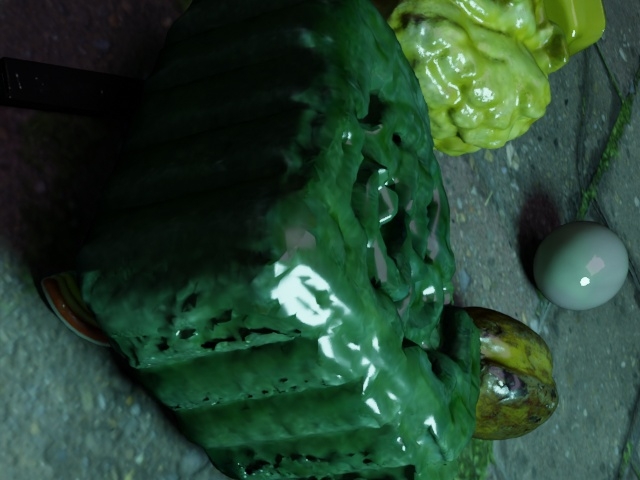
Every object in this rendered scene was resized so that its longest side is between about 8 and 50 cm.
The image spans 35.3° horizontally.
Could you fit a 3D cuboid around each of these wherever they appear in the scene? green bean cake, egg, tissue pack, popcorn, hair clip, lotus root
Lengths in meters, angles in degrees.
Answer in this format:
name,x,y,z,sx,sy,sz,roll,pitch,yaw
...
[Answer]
name,x,y,z,sx,sy,sz,roll,pitch,yaw
green bean cake,0.000,0.000,0.707,0.300,0.169,0.307,56,33,-42
egg,0.302,0.029,1.170,0.135,0.103,0.103,-18,92,-50
tissue pack,0.218,-0.245,1.098,0.127,0.178,0.123,-26,100,-51
popcorn,0.106,-0.214,0.955,0.225,0.174,0.285,-32,103,-45
hair clip,-0.108,0.032,0.702,0.188,0.033,0.060,-19,95,-53
lotus root,0.158,0.127,0.946,0.209,0.120,0.120,28,57,-45

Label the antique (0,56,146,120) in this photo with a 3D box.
name,x,y,z,sx,sy,sz,roll,pitch,yaw
antique,-0.146,-0.102,0.716,0.192,0.015,0.031,0,77,-52
